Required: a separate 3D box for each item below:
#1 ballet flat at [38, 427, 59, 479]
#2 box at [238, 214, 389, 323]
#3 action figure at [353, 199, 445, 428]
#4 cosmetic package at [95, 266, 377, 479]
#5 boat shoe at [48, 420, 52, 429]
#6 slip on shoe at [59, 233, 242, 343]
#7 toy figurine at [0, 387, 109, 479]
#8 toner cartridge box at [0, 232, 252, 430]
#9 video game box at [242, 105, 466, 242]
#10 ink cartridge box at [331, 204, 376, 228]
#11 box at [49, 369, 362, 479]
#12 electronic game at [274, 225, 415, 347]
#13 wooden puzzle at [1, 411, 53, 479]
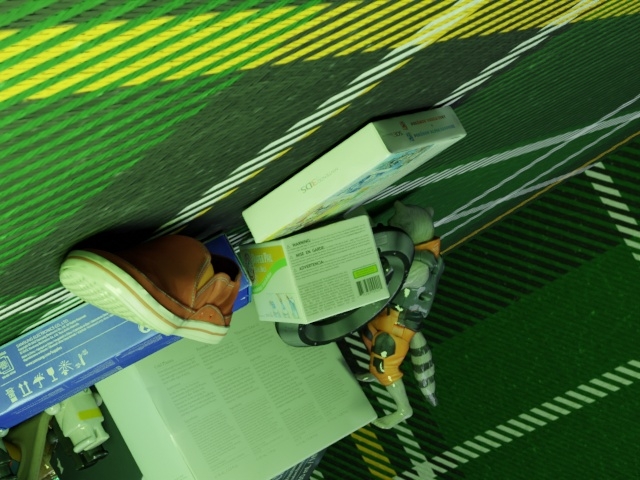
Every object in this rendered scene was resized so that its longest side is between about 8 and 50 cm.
[{"bbox_3d":[-0.486,0.375,2.304,0.116,0.124,0.342,-32,174,-10],"label":"ballet flat"},{"bbox_3d":[-0.013,0.037,1.601,0.114,0.103,0.203,-17,-177,-18],"label":"box"},{"bbox_3d":[0.127,0.092,2.101,0.178,0.330,0.341,9,-163,3],"label":"action figure"},{"bbox_3d":[-0.121,0.196,1.810,0.097,0.284,0.377,-33,171,38],"label":"cosmetic package"},{"bbox_3d":[-0.419,0.302,2.256,0.073,0.073,0.207,-33,172,17],"label":"boat shoe"},{"bbox_3d":[-0.164,0.038,1.332,0.101,0.123,0.331,-67,162,-1],"label":"slip on shoe"},{"bbox_3d":[-0.395,0.249,1.742,0.213,0.148,0.209,-24,166,-17],"label":"toy figurine"},{"bbox_3d":[-0.251,0.113,1.564,0.348,0.075,0.165,-27,174,-8],"label":"toner cartridge box"},{"bbox_3d":[0.039,-0.075,1.470,0.205,0.048,0.187,-33,174,33],"label":"video game box"},{"bbox_3d":[0.000,0.000,1.804,0.135,0.056,0.099,-28,172,-12],"label":"ink cartridge box"},{"bbox_3d":[-0.183,0.290,2.051,0.395,0.212,0.293,-15,148,-34],"label":"box"},{"bbox_3d":[0.035,0.067,1.818,0.229,0.048,0.229,-29,151,-18],"label":"electronic game"},{"bbox_3d":[-0.567,0.439,2.051,0.322,0.080,0.348,-30,-144,33],"label":"wooden puzzle"}]
